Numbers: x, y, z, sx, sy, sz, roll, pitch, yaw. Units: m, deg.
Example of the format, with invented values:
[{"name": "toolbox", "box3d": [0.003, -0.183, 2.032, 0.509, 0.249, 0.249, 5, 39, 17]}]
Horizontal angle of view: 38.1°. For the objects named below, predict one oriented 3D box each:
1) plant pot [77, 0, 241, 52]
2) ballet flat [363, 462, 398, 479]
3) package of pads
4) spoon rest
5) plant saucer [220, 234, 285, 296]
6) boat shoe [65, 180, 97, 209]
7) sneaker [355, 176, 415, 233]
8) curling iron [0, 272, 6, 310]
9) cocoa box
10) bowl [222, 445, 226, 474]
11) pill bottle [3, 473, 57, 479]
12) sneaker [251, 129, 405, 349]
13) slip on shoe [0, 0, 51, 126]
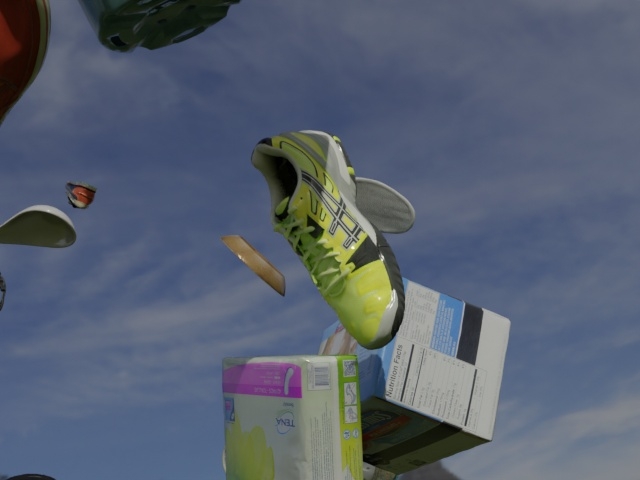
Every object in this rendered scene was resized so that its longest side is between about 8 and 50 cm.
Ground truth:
[{"name": "plant pot", "box3d": [-0.293, -0.503, 1.474, 0.341, 0.334, 0.341, -24, -4, -2]}, {"name": "ballet flat", "box3d": [0.069, 0.559, 1.995, 0.123, 0.123, 0.348, -40, 9, 46]}, {"name": "package of pads", "box3d": [-0.049, 0.282, 1.354, 0.101, 0.229, 0.296, 0, -7, -29]}, {"name": "spoon rest", "box3d": [-0.688, -0.032, 2.134, 0.276, 0.084, 0.137, 4, -37, 19]}, {"name": "plant saucer", "box3d": [-0.060, 0.020, 0.885, 0.015, 0.083, 0.083, -47, -27, -1]}, {"name": "boat shoe", "box3d": [-0.419, -0.076, 1.609, 0.049, 0.043, 0.137, 23, -7, -25]}, {"name": "sneaker", "box3d": [0.095, -0.098, 2.074, 0.293, 0.108, 0.169, 21, 13, 19]}, {"name": "curling iron", "box3d": [-0.527, 0.018, 1.208, 0.274, 0.068, 0.035, 29, -23, 2]}, {"name": "cocoa box", "box3d": [0.138, 0.250, 1.653, 0.228, 0.231, 0.347, 22, -29, -14]}, {"name": "bowl", "box3d": [-0.116, 0.441, 1.925, 0.170, 0.170, 0.080, -13, 8, 1]}, {"name": "pill bottle", "box3d": [-0.464, 0.492, 1.462, 0.123, 0.123, 0.219, -1, -70, -25]}, {"name": "sneaker", "box3d": [0.000, 0.000, 1.422, 0.147, 0.384, 0.145, -2, -34, -40]}, {"name": "slip on shoe", "box3d": [-0.467, -0.234, 1.265, 0.331, 0.123, 0.101, -51, -9, 27]}]
